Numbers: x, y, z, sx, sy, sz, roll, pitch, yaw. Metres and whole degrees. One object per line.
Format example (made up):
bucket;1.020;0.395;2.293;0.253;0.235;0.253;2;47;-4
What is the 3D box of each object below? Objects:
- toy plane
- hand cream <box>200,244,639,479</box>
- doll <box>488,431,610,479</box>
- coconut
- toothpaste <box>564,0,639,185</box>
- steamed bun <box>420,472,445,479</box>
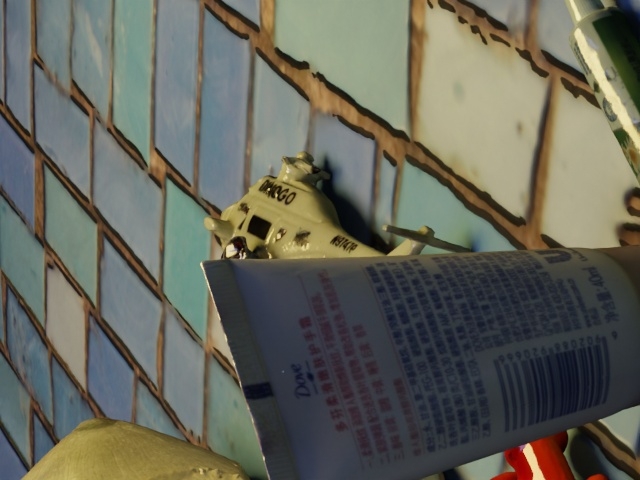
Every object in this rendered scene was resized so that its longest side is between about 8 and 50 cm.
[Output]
toy plane;0.000;0.000;1.194;0.286;0.092;0.108;24;94;63
hand cream;0.071;0.059;0.853;0.083;0.248;0.133;-54;48;53
doll;0.148;0.217;0.948;0.142;0.076;0.245;108;148;-45
coconut;-0.147;0.262;1.401;0.245;0.245;0.247;160;102;-65
toothpaste;0.167;-0.048;0.873;0.204;0.031;0.049;68;153;24
steamed bun;0.022;0.212;1.174;0.183;0.106;0.183;173;90;-67
